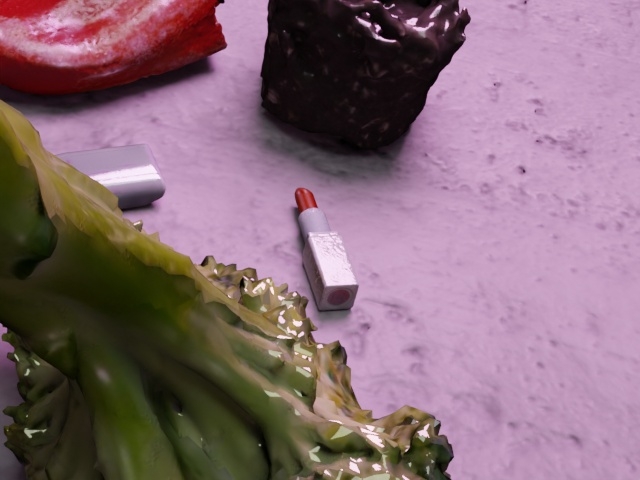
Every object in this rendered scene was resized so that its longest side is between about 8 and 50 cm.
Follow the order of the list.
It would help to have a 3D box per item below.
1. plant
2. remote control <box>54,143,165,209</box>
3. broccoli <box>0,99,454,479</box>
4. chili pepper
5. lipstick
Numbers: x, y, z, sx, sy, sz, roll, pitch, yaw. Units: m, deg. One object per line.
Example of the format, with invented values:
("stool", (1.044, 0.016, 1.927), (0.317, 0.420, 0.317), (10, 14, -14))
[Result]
("plant", (0.041, -0.211, 1.032), (0.178, 0.234, 0.204), (19, 37, -3))
("remote control", (-0.216, -0.050, 0.935), (0.166, 0.029, 0.065), (-9, 49, -23))
("broccoli", (-0.089, 0.073, 0.600), (0.353, 0.397, 0.275), (22, 68, 2))
("chili pepper", (-0.211, -0.193, 1.044), (0.253, 0.136, 0.144), (-35, 106, -28))
("lipstick", (-0.001, 0.000, 0.939), (0.030, 0.030, 0.129), (-3, 46, -18))
